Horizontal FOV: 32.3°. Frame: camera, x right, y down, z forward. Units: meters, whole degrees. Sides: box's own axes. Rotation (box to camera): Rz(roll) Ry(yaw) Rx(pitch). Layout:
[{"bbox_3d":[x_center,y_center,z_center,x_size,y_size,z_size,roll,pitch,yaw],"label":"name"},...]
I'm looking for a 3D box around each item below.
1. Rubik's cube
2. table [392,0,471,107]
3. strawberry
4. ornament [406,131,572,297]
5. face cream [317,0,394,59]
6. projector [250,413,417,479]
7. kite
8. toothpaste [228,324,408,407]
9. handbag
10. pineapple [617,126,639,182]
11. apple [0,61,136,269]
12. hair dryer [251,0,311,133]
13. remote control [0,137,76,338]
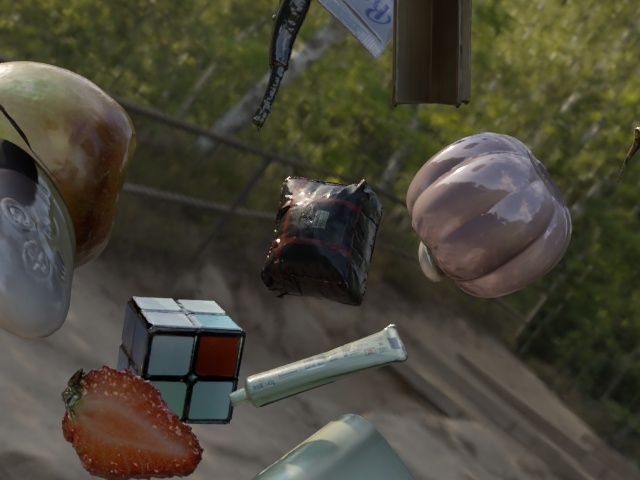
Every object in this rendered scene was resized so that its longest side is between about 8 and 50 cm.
[{"bbox_3d":[-0.249,0.209,1.942,0.180,0.184,0.167,7,14,-24],"label":"Rubik's cube"},{"bbox_3d":[0.161,-0.305,1.581,0.167,0.227,0.167,0,11,0],"label":"table"},{"bbox_3d":[-0.291,0.292,1.716,0.236,0.175,0.107,46,7,8],"label":"strawberry"},{"bbox_3d":[0.173,-0.023,1.180,0.177,0.177,0.177,38,-2,1],"label":"ornament"},{"bbox_3d":[0.101,-0.496,1.938,0.235,0.420,0.137,44,-42,-7],"label":"face cream"},{"bbox_3d":[-0.007,0.435,1.607,0.248,0.248,0.249,52,37,10],"label":"projector"},{"bbox_3d":[-0.433,-0.207,1.375,0.204,0.022,0.360,44,-12,32],"label":"kite"},{"bbox_3d":[-0.007,0.190,1.624,0.069,0.268,0.047,-117,-172,-81],"label":"toothpaste"},{"bbox_3d":[0.000,0.000,1.869,0.169,0.215,0.155,0,-30,25],"label":"handbag"},{"bbox_3d":[0.593,-0.229,1.787,0.334,0.158,0.161,104,-22,-70],"label":"pineapple"},{"bbox_3d":[-0.514,-0.126,1.960,0.374,0.374,0.384,38,-40,8],"label":"apple"},{"bbox_3d":[-0.063,-0.314,1.473,0.120,0.360,0.303,22,-13,-39],"label":"hair dryer"},{"bbox_3d":[-0.397,-0.009,1.435,0.221,0.103,0.332,59,9,-33],"label":"remote control"}]
